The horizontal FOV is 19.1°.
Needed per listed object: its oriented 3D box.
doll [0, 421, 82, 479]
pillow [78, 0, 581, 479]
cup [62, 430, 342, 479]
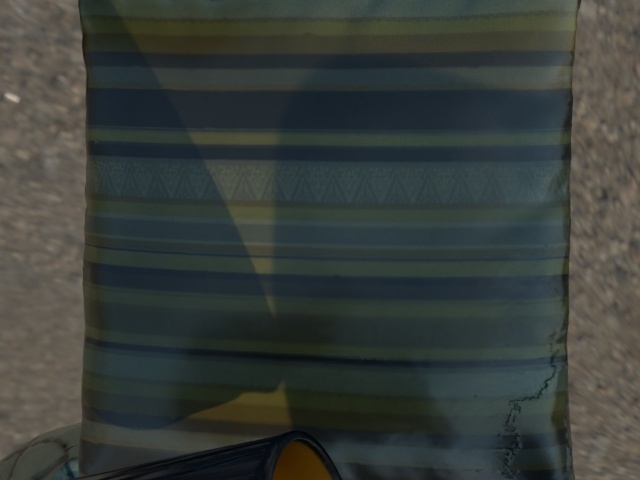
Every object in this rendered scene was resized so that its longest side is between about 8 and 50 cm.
[{"bbox_3d":[-0.091,0.138,0.981,0.258,0.154,0.228,-36,36,6],"label":"doll"},{"bbox_3d":[0.000,0.000,0.763,0.208,0.052,0.212,2,97,16],"label":"pillow"},{"bbox_3d":[-0.058,0.134,0.660,0.138,0.150,0.113,-12,79,15],"label":"cup"}]
